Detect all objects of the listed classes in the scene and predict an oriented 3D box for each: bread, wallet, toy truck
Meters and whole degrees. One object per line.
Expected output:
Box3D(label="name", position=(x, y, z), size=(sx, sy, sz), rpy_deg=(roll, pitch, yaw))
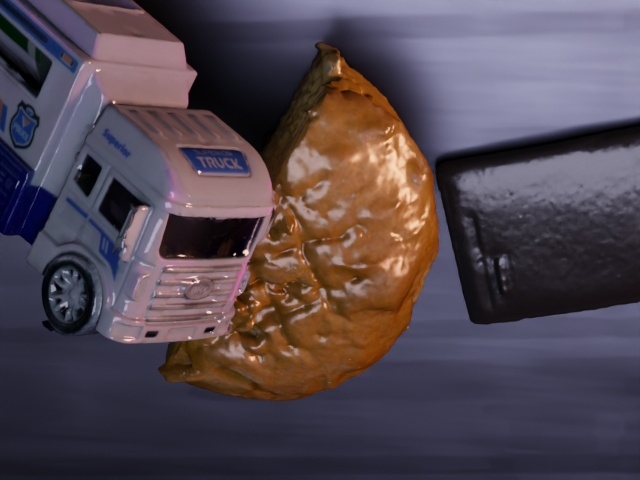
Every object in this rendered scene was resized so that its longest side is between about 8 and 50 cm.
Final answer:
Box3D(label="bread", position=(0.000, 0.000, 1.095), size=(0.139, 0.143, 0.229), rpy_deg=(23, 118, -17))
Box3D(label="wallet", position=(0.206, -0.017, 1.121), size=(0.244, 0.025, 0.124), rpy_deg=(-10, 112, 10))
Box3D(label="toy truck", position=(-0.143, -0.065, 1.009), size=(0.268, 0.124, 0.155), rpy_deg=(40, 115, 31))
